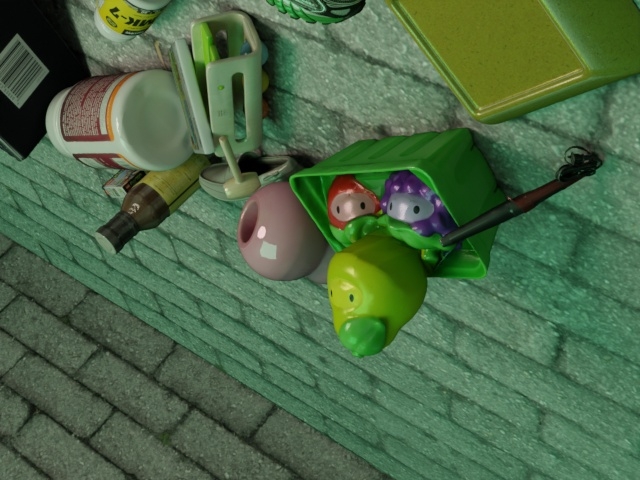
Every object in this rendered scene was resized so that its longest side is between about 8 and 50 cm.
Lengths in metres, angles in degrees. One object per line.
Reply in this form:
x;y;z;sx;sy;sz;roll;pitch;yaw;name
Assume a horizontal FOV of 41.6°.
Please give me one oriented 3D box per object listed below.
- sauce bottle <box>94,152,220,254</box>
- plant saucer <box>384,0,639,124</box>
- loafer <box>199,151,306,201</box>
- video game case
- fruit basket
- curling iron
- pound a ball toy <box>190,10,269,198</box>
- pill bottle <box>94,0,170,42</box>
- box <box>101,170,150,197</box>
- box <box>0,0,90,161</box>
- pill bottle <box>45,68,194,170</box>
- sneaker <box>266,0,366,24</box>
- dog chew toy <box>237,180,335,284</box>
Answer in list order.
-0.382;-0.105;1.972;0.111;0.344;0.111;32;150;21;sauce bottle
0.243;-0.305;1.165;0.333;0.081;0.333;49;152;-15;plant saucer
-0.156;-0.151;1.878;0.319;0.112;0.111;4;136;38;loafer
-0.266;-0.289;1.726;0.206;0.026;0.227;-156;51;-74;video game case
0.105;0.001;1.482;0.392;0.392;0.283;1;133;51;fruit basket
0.304;-0.064;1.307;0.274;0.035;0.068;-30;135;17;curling iron
-0.154;-0.257;1.647;0.319;0.136;0.208;94;157;-58;pound a ball toy
-0.372;-0.475;1.662;0.119;0.119;0.208;48;153;-13;pill bottle
-0.431;-0.183;2.068;0.114;0.207;0.036;4;135;50;box
-0.880;-0.497;1.974;0.472;0.297;0.480;30;167;17;box
-0.469;-0.276;1.963;0.392;0.224;0.224;8;138;48;pill bottle
-0.061;-0.466;1.258;0.343;0.134;0.146;44;152;-5;sneaker
0.000;0.000;1.744;0.332;0.206;0.206;15;163;-26;dog chew toy
